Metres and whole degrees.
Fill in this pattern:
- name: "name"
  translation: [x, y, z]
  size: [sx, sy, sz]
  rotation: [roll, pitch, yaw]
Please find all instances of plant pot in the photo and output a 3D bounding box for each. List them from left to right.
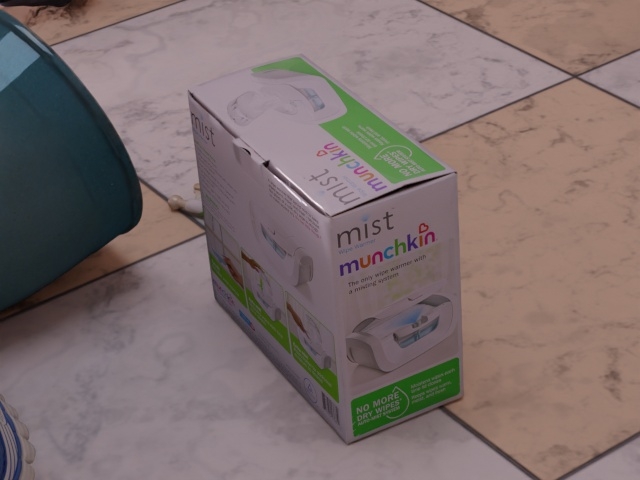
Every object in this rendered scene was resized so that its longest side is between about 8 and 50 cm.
- name: "plant pot"
  translation: [-0.349, -0.040, 1.495]
  size: [0.271, 0.272, 0.255]
  rotation: [27, 58, 39]

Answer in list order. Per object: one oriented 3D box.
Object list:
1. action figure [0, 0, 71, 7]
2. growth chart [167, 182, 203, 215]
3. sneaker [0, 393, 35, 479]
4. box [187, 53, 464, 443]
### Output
- name: "action figure"
  translation: [-0.433, -0.342, 2.106]
  size: [0.330, 0.178, 0.341]
  rotation: [-17, 7, -30]
- name: "growth chart"
  translation: [-0.021, -0.070, 1.704]
  size: [0.172, 0.021, 0.237]
  rotation: [20, 40, 32]
- name: "sneaker"
  translation: [-0.350, 0.076, 1.271]
  size: [0.130, 0.147, 0.330]
  rotation: [-41, 72, 0]
- name: "box"
  translation: [0.000, 0.000, 1.399]
  size: [0.127, 0.231, 0.262]
  rotation: [-19, 35, -22]
